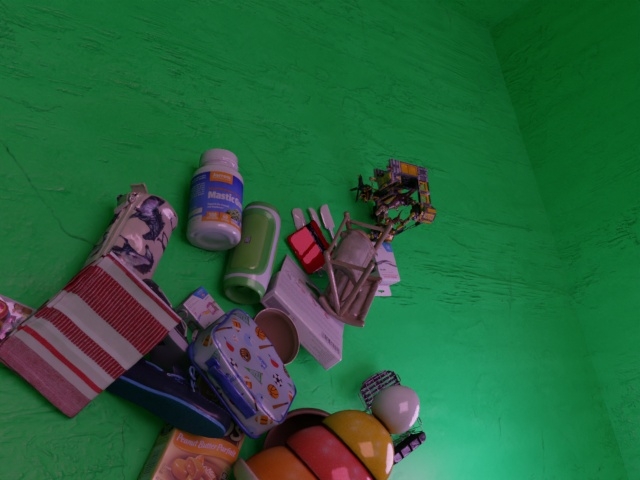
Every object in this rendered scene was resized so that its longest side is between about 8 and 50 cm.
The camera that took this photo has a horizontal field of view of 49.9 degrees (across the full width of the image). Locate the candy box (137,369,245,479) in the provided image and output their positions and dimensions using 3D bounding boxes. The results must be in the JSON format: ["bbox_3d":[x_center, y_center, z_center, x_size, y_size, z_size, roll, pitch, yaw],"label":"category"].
[{"bbox_3d":[-0.292,0.488,1.671,0.183,0.088,0.316,41,45,-21],"label":"candy box"}]

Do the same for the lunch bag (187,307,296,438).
[{"bbox_3d":[-0.194,0.322,1.695,0.303,0.115,0.243,53,20,-5],"label":"lunch bag"}]

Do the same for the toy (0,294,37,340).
[{"bbox_3d":[-0.700,0.170,1.476,0.237,0.056,0.136,33,48,-27],"label":"toy"}]

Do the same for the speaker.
[{"bbox_3d":[-0.195,0.033,1.990,0.131,0.131,0.296,32,49,-28],"label":"speaker"}]

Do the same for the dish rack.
[{"bbox_3d":[0.213,0.549,2.145,0.208,0.074,0.271,-17,79,-49],"label":"dish rack"}]

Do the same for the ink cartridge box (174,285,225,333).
[{"bbox_3d":[-0.315,0.198,1.838,0.122,0.052,0.088,52,42,-11],"label":"ink cartridge box"}]

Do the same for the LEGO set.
[{"bbox_3d":[0.225,-0.134,2.363,0.192,0.331,0.254,10,74,-32],"label":"LEGO set"}]

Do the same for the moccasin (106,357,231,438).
[{"bbox_3d":[-0.350,0.333,1.588,0.342,0.137,0.116,28,44,4],"label":"moccasin"}]

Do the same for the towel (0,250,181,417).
[{"bbox_3d":[-0.499,0.207,1.482,0.237,0.329,0.037,49,-1,-24],"label":"towel"}]

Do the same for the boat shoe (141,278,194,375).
[{"bbox_3d":[-0.375,0.212,1.656,0.306,0.113,0.104,66,24,-43],"label":"boat shoe"}]

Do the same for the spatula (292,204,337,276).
[{"bbox_3d":[0.000,0.000,2.283,0.168,0.019,0.241,-9,79,-47],"label":"spatula"}]

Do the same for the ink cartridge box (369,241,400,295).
[{"bbox_3d":[0.214,0.099,2.399,0.104,0.060,0.180,4,65,-43],"label":"ink cartridge box"}]

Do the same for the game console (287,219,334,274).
[{"bbox_3d":[-0.029,0.020,2.221,0.144,0.085,0.124,60,14,-5],"label":"game console"}]

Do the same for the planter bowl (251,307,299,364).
[{"bbox_3d":[-0.154,0.279,1.905,0.162,0.109,0.162,22,54,-35],"label":"planter bowl"}]

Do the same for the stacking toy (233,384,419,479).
[{"bbox_3d":[0.064,0.538,1.672,0.480,0.351,0.350,-38,97,-16],"label":"stacking toy"}]

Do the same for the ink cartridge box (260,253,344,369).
[{"bbox_3d":[-0.046,0.212,2.083,0.296,0.066,0.261,48,18,-13],"label":"ink cartridge box"}]

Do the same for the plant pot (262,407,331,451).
[{"bbox_3d":[-0.036,0.551,1.835,0.237,0.237,0.110,55,1,-6],"label":"plant pot"}]

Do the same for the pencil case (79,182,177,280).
[{"bbox_3d":[-0.491,0.060,1.657,0.183,0.160,0.410,62,34,-41],"label":"pencil case"}]

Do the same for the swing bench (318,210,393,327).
[{"bbox_3d":[0.106,0.089,2.163,0.165,0.254,0.253,15,35,11],"label":"swing bench"}]

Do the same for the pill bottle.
[{"bbox_3d":[-0.297,-0.121,1.958,0.152,0.152,0.271,21,55,-35],"label":"pill bottle"}]
